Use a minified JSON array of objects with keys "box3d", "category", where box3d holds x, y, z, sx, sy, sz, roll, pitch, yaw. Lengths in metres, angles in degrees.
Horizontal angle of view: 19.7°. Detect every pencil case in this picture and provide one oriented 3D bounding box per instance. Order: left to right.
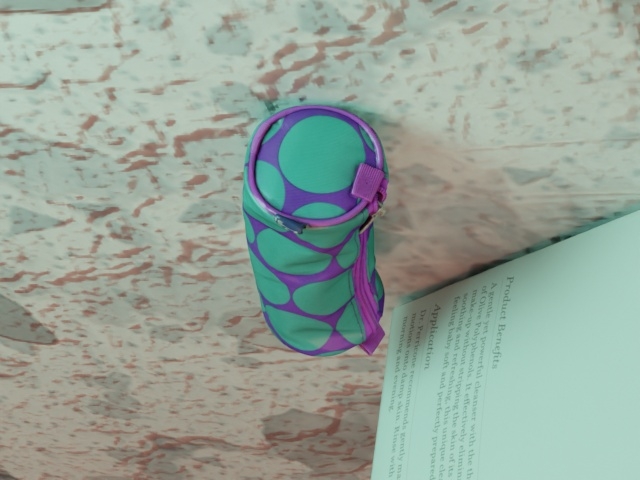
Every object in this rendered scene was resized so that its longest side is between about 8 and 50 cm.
[{"box3d":[0.000,0.000,0.882,0.070,0.064,0.152,29,158,16],"category":"pencil case"}]

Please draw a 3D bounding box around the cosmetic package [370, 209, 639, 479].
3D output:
[{"box3d":[0.191,0.093,0.863,0.155,0.197,0.365,27,149,-31],"category":"cosmetic package"}]
